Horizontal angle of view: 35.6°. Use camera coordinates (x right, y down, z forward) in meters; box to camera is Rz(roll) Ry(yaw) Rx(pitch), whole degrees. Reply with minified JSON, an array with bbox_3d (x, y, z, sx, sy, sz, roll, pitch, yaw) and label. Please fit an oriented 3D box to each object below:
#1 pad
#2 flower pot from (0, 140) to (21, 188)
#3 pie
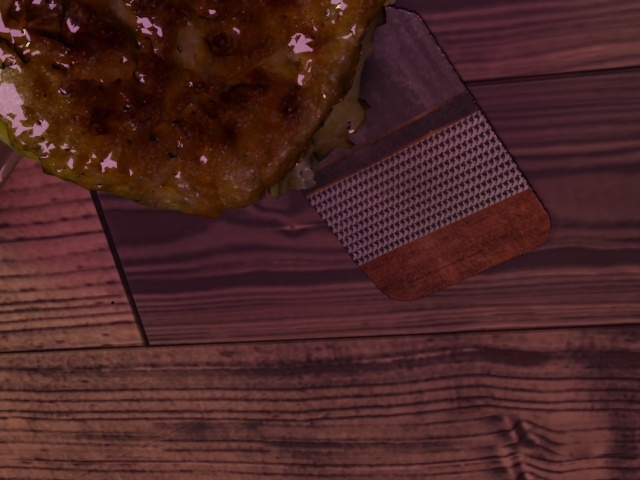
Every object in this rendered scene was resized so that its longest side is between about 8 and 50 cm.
[{"bbox_3d":[-0.004,-0.011,0.812,0.323,0.055,0.250,-35,117,9],"label":"pad"},{"bbox_3d":[-0.362,-0.065,0.677,0.244,0.307,0.307,36,124,-9],"label":"flower pot"},{"bbox_3d":[-0.086,-0.161,0.601,0.354,0.103,0.289,18,102,-34],"label":"pie"}]
